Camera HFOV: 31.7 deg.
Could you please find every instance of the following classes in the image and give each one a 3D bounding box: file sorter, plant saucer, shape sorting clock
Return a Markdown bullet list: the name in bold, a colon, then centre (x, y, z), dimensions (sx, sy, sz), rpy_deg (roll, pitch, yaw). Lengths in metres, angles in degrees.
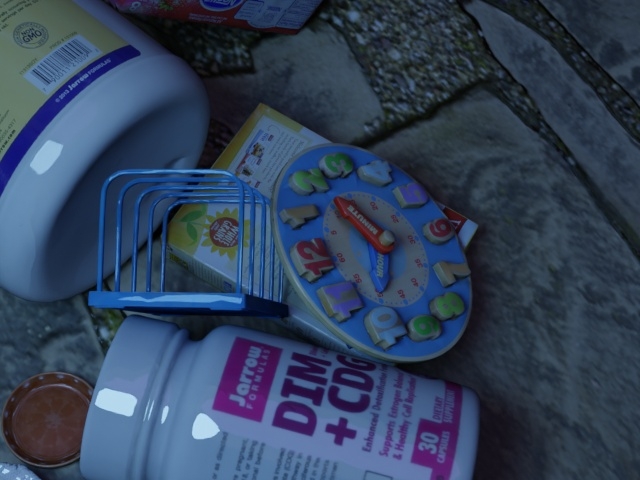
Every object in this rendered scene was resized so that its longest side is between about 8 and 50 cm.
- **file sorter**: centre (-0.098, 0.007, 0.899), dimensions (0.118, 0.170, 0.105), rpy_deg (0, 84, 9)
- **plant saucer**: centre (-0.224, 0.151, 0.943), dimensions (0.083, 0.013, 0.084), rpy_deg (3, 63, -5)
- **shape sorting clock**: centre (0.047, 0.006, 0.938), dimensions (0.206, 0.040, 0.206), rpy_deg (18, 53, -26)

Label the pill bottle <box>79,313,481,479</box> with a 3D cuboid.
- **pill bottle**: centre (-0.030, 0.157, 0.876), dimensions (0.283, 0.160, 0.160), rpy_deg (14, 62, 2)

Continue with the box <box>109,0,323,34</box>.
- **box**: centre (-0.094, -0.287, 1.051), dimensions (0.256, 0.128, 0.123), rpy_deg (-7, 55, -53)

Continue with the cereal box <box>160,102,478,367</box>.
- **cereal box**: centre (0.000, 0.000, 1.026), dimensions (0.240, 0.047, 0.173), rpy_deg (31, 65, 9)

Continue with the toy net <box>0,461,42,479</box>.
- **toy net**: centre (-0.236, 0.287, 0.856), dimensions (0.122, 0.045, 0.232), rpy_deg (-13, 63, -11)

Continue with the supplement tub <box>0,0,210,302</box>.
- **supplement tub**: centre (-0.285, -0.131, 0.955), dimensions (0.331, 0.241, 0.241), rpy_deg (37, 65, 14)
